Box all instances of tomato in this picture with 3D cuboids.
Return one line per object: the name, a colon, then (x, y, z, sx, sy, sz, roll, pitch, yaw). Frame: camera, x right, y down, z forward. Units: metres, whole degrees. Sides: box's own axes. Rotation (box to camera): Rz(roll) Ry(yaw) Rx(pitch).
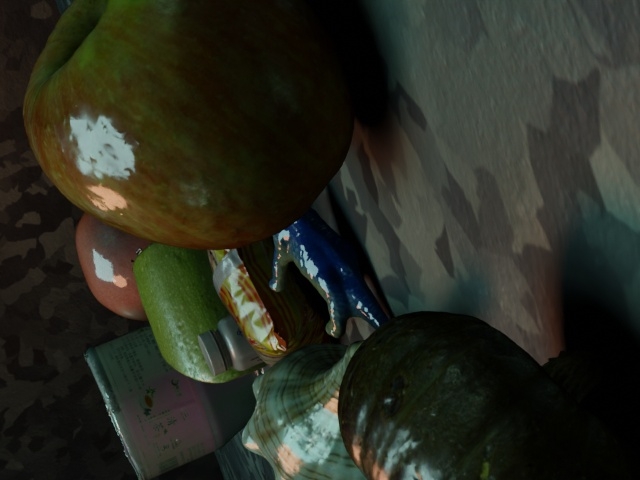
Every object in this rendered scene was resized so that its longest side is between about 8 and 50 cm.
tomato: (-0.298, 0.009, 2.085, 0.256, 0.255, 0.224, 63, -178, 22)

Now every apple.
apple: (-0.108, -0.123, 1.062, 0.250, 0.277, 0.309, 30, -154, -28)

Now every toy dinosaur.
toy dinosaur: (0.000, 0.000, 1.236, 0.247, 0.075, 0.188, 43, 151, 44)

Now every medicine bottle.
medicine bottle: (-0.096, 0.134, 1.693, 0.079, 0.140, 0.079, 158, 90, -78)
medicine bottle: (-0.217, 0.238, 2.030, 0.245, 0.289, 0.245, 59, 164, 28)

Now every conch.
conch: (0.033, 0.182, 1.146, 0.386, 0.203, 0.170, 150, 127, -80)

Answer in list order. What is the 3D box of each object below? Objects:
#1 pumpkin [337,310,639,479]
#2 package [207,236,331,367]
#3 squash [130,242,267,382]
pumpkin: (0.124, 0.133, 0.767, 0.219, 0.162, 0.219, 42, 176, 3)
package: (-0.066, 0.067, 1.463, 0.223, 0.108, 0.288, 61, -176, 23)
squash: (-0.166, 0.115, 1.843, 0.189, 0.189, 0.261, 99, 147, -66)
